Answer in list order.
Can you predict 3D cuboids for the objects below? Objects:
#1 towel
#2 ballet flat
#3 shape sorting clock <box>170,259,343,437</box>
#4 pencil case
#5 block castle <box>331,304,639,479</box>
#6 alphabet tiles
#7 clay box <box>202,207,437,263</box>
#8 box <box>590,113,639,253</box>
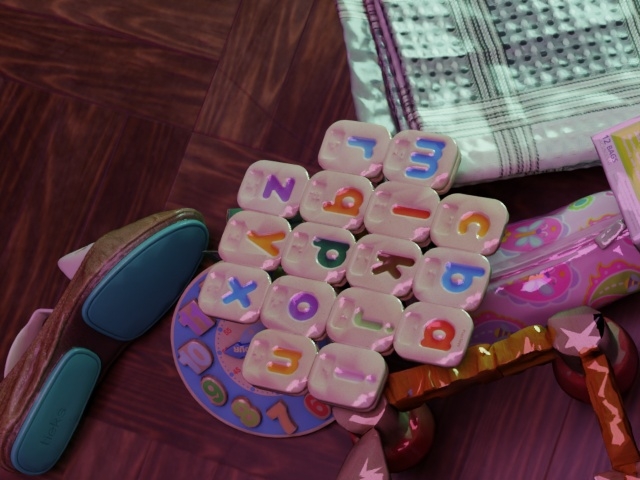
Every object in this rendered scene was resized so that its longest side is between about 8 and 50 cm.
[{"bbox_3d":[0.179,-0.203,1.986,0.324,0.056,0.312,-9,68,-9],"label":"towel"},{"bbox_3d":[-0.257,0.090,2.099,0.124,0.116,0.342,34,91,42],"label":"ballet flat"},{"bbox_3d":[-0.054,0.109,1.998,0.206,0.040,0.206,5,110,14],"label":"shape sorting clock"},{"bbox_3d":[0.226,0.027,1.938,0.284,0.124,0.124,-21,70,12],"label":"pencil case"},{"bbox_3d":[0.204,0.310,1.820,0.303,0.213,0.453,-20,71,9],"label":"block castle"},{"bbox_3d":[0.030,0.020,1.849,0.278,0.021,0.284,10,68,26],"label":"alphabet tiles"},{"bbox_3d":[0.000,0.000,2.015,0.222,0.127,0.053,-3,73,17],"label":"clay box"},{"bbox_3d":[0.361,-0.073,1.747,0.203,0.103,0.114,-23,69,12],"label":"box"}]
